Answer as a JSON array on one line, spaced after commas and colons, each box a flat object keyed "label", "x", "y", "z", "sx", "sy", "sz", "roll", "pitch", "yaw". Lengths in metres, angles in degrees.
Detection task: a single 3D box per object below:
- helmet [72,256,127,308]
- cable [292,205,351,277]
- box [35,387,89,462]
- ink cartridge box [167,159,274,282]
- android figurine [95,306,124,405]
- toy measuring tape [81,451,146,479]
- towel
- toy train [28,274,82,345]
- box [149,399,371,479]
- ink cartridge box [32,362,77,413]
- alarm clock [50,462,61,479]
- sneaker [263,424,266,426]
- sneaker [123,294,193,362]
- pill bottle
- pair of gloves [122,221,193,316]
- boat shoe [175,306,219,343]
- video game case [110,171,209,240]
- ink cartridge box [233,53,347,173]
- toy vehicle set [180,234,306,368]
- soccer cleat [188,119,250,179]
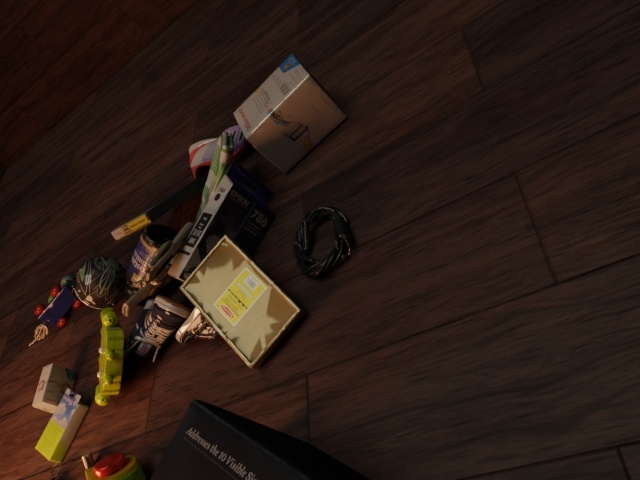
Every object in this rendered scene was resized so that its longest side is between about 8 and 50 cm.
[{"label": "helmet", "x": -0.684, "y": 0.134, "z": 1.668, "sx": 0.161, "sy": 0.169, "sz": 0.169, "roll": -22, "pitch": 46, "yaw": 53}, {"label": "cable", "x": 0.000, "y": 0.000, "z": 1.220, "sx": 0.150, "sy": 0.047, "sz": 0.185, "roll": -41, "pitch": 43, "yaw": 20}, {"label": "box", "x": -0.722, "y": 0.517, "z": 1.509, "sx": 0.109, "sy": 0.042, "sz": 0.178, "roll": 3, "pitch": 64, "yaw": 44}, {"label": "ink cartridge box", "x": -0.229, "y": -0.022, "z": 1.351, "sx": 0.065, "sy": 0.165, "sz": 0.333, "roll": 13, "pitch": 72, "yaw": 46}, {"label": "android figurine", "x": -0.560, "y": 0.307, "z": 1.419, "sx": 0.273, "sy": 0.056, "sz": 0.248, "roll": -170, "pitch": 85, "yaw": -66}, {"label": "toy measuring tape", "x": -0.476, "y": 0.534, "z": 1.237, "sx": 0.330, "sy": 0.121, "sz": 0.121, "roll": -7, "pitch": 55, "yaw": 62}, {"label": "towel", "x": -0.307, "y": -0.130, "z": 1.475, "sx": 0.248, "sy": 0.038, "sz": 0.325, "roll": -119, "pitch": 51, "yaw": -67}, {"label": "toy train", "x": -0.947, "y": 0.241, "z": 1.891, "sx": 0.248, "sy": 0.105, "sz": 0.143, "roll": -48, "pitch": 29, "yaw": 4}, {"label": "box", "x": -0.056, "y": 0.531, "z": 0.671, "sx": 0.479, "sy": 0.297, "sz": 0.472, "roll": 11, "pitch": 70, "yaw": 47}, {"label": "ink cartridge box", "x": -0.786, "y": 0.441, "z": 1.590, "sx": 0.052, "sy": 0.088, "sz": 0.123, "roll": -24, "pitch": 47, "yaw": 25}, {"label": "alarm clock", "x": -0.714, "y": 0.670, "z": 1.376, "sx": 0.129, "sy": 0.064, "sz": 0.192, "roll": -14, "pitch": 50, "yaw": 37}, {"label": "sneaker", "x": -0.176, "y": 0.476, "z": 0.979, "sx": 0.120, "sy": 0.112, "sz": 0.299, "roll": 26, "pitch": 66, "yaw": 25}, {"label": "sneaker", "x": -0.415, "y": 0.228, "z": 1.360, "sx": 0.282, "sy": 0.099, "sz": 0.153, "roll": -17, "pitch": 46, "yaw": 61}, {"label": "pill bottle", "x": -0.476, "y": 0.074, "z": 1.515, "sx": 0.219, "sy": 0.122, "sz": 0.123, "roll": -60, "pitch": 36, "yaw": 22}, {"label": "pair of gloves", "x": -0.398, "y": 0.079, "z": 1.333, "sx": 0.240, "sy": 0.042, "sz": 0.204, "roll": -51, "pitch": 2, "yaw": 45}, {"label": "boat shoe", "x": -0.289, "y": 0.218, "z": 1.309, "sx": 0.065, "sy": 0.083, "sz": 0.183, "roll": -39, "pitch": -9, "yaw": -50}, {"label": "video game case", "x": -0.475, "y": -0.107, "z": 1.623, "sx": 0.248, "sy": 0.035, "sz": 0.275, "roll": -17, "pitch": 20, "yaw": 45}, {"label": "ink cartridge box", "x": -0.086, "y": -0.340, "z": 1.450, "sx": 0.232, "sy": 0.168, "sz": 0.171, "roll": -41, "pitch": 40, "yaw": 12}, {"label": "toy vehicle set", "x": -0.178, "y": 0.132, "z": 1.198, "sx": 0.267, "sy": 0.035, "sz": 0.166, "roll": 43, "pitch": 92, "yaw": 23}, {"label": "soccer cleat", "x": -0.284, "y": -0.281, "z": 1.662, "sx": 0.318, "sy": 0.108, "sz": 0.117, "roll": -17, "pitch": 71, "yaw": 32}]
